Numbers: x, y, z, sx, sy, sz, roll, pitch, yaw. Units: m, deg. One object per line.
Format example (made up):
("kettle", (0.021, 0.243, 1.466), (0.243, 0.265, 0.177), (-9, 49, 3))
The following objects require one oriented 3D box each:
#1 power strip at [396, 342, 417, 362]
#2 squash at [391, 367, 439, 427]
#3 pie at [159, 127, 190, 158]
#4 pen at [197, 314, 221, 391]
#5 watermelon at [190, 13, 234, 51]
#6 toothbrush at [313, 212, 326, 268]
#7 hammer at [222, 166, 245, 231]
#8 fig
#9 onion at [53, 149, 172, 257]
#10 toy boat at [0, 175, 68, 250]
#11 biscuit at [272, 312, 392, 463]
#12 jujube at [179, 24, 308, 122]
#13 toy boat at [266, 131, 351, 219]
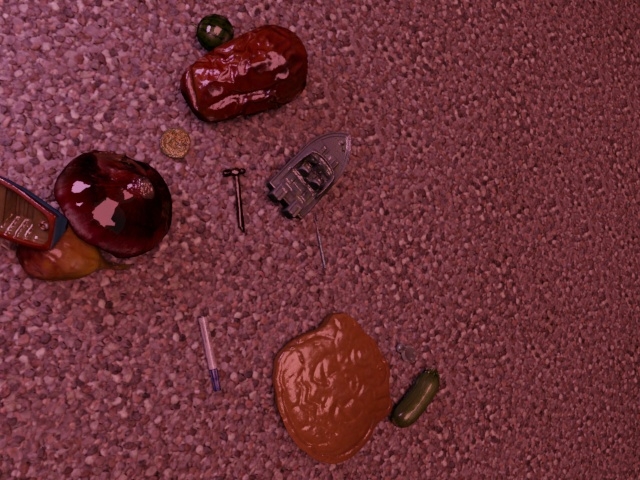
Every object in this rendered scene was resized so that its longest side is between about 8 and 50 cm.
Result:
("power strip", (0.274, 0.350, 1.654), (0.083, 0.035, 0.055), (38, 71, -22))
("squash", (0.300, 0.488, 1.638), (0.077, 0.068, 0.219), (41, 69, -1))
("pie", (-0.377, -0.253, 1.376), (0.084, 0.021, 0.084), (0, 90, -24))
("pen", (-0.288, 0.294, 1.385), (0.025, 0.025, 0.204), (-13, 93, -26))
("watermelon", (-0.281, -0.547, 1.399), (0.109, 0.109, 0.109), (2, 86, -26))
("toothbrush", (0.000, 0.000, 1.551), (0.011, 0.014, 0.167), (-12, 92, -35))
("hammer", (-0.227, -0.110, 1.445), (0.065, 0.021, 0.178), (-6, 92, -26))
("fig", (-0.550, 0.033, 1.225), (0.257, 0.159, 0.159), (21, 77, -46))
("onion", (-0.448, -0.103, 1.209), (0.272, 0.195, 0.272), (36, 38, -34))
("toy boat", (-0.708, -0.101, 1.097), (0.392, 0.079, 0.136), (25, 116, 4))
("biscuit", (0.044, 0.426, 1.521), (0.365, 0.062, 0.385), (-34, 102, -25))
("jujube", (-0.194, -0.428, 1.386), (0.342, 0.216, 0.216), (-25, 98, -11))
("toy boat", (-0.015, -0.202, 1.512), (0.141, 0.092, 0.319), (48, 67, -18))
